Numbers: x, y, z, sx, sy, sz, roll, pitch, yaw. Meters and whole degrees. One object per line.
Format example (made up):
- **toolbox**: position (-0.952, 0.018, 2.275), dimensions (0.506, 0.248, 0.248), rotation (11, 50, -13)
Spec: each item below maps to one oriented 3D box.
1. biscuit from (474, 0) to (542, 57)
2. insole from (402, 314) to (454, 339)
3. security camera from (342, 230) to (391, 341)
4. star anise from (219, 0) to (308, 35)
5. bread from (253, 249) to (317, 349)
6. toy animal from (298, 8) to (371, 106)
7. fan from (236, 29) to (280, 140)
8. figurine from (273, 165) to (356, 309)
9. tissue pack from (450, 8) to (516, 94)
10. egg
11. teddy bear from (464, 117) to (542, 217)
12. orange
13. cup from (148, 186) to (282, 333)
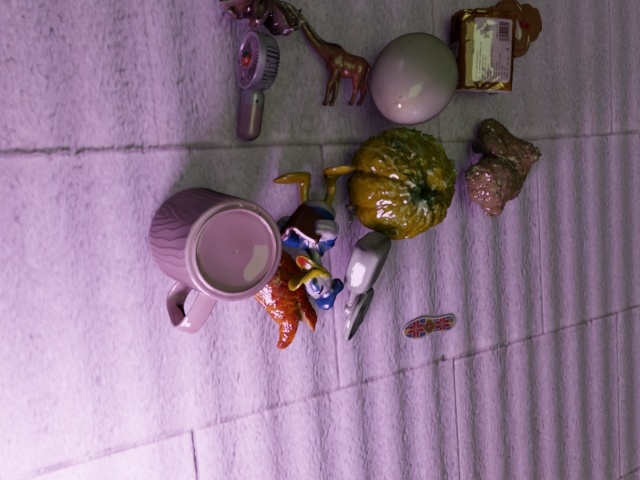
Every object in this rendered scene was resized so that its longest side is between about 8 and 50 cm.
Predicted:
- **biscuit**: position (0.578, -0.652, 1.561), dimensions (0.295, 0.044, 0.185), rotation (-29, 108, -22)
- **insole**: position (0.325, 0.256, 1.509), dimensions (0.194, 0.006, 0.065), rotation (-4, 95, -26)
- **security camera**: position (0.098, 0.121, 1.300), dimensions (0.157, 0.080, 0.301), rotation (-39, 148, -59)
- **star anise**: position (-0.146, -0.531, 1.142), dimensions (0.197, 0.073, 0.212), rotation (-23, 67, -44)
- **bread**: position (-0.091, 0.131, 1.240), dimensions (0.139, 0.095, 0.268), rotation (-31, 101, -24)
- **toy animal**: position (0.019, -0.458, 1.282), dimensions (0.224, 0.066, 0.229), rotation (-1, 104, -9)
- **fan**: position (-0.155, -0.354, 1.171), dimensions (0.074, 0.130, 0.244), rotation (1, 104, -33)
- **figurine**: position (0.000, 0.000, 1.181), dimensions (0.205, 0.283, 0.338), rotation (-8, 94, 9)
- **tissue pack**: position (0.467, -0.539, 1.462), dimensions (0.183, 0.092, 0.226), rotation (-1, 101, -11)
- **egg**: position (0.231, -0.402, 1.279), dimensions (0.218, 0.219, 0.295), rotation (55, 38, -19)
- **teddy bear**: position (0.527, -0.200, 1.502), dimensions (0.256, 0.156, 0.267), rotation (-45, 112, -16)
- **orange**: position (0.224, -0.141, 1.316), dimensions (0.301, 0.223, 0.299), rotation (9, 95, -28)
- **cup**: position (-0.249, 0.024, 1.057), dimensions (0.288, 0.273, 0.208), rotation (-43, 117, -19)
